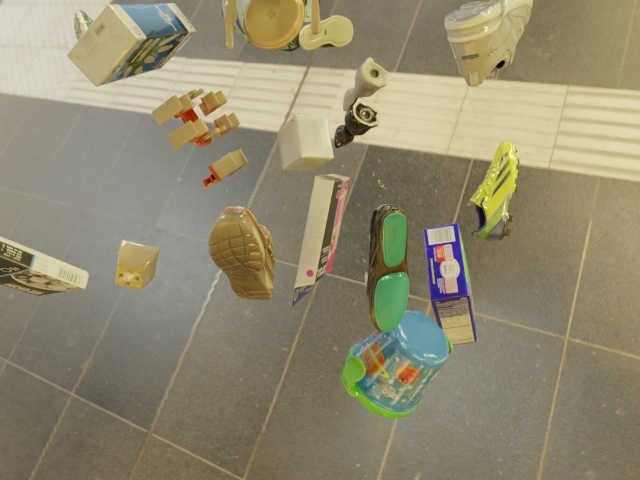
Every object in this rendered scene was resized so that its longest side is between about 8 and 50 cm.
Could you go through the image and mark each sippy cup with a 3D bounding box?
[{"bbox_3d":[0.213,0.310,1.265,0.240,0.224,0.305,35,38,6],"label":"sippy cup"}]

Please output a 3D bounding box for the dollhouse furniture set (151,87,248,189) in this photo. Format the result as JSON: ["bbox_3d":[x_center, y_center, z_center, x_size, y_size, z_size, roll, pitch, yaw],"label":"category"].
[{"bbox_3d":[-0.337,-0.293,1.376,0.135,0.262,0.259,-26,101,23],"label":"dollhouse furniture set"}]

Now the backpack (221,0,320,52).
[{"bbox_3d":[-0.147,-0.738,1.478,0.273,0.355,0.290,33,116,32],"label":"backpack"}]

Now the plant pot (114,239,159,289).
[{"bbox_3d":[-0.532,0.078,1.372,0.109,0.109,0.096,14,29,-14],"label":"plant pot"}]

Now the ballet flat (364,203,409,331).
[{"bbox_3d":[0.142,0.055,1.039,0.095,0.281,0.096,-3,18,-19],"label":"ballet flat"}]

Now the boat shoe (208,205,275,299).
[{"bbox_3d":[-0.163,0.017,1.059,0.123,0.324,0.117,8,58,4],"label":"boat shoe"}]

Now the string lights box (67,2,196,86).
[{"bbox_3d":[-0.367,-0.400,0.964,0.133,0.077,0.260,-34,15,24],"label":"string lights box"}]

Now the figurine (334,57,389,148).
[{"bbox_3d":[0.105,-0.397,1.426,0.092,0.209,0.215,18,75,-16],"label":"figurine"}]

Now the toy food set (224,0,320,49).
[{"bbox_3d":[-0.085,-0.419,0.902,0.191,0.038,0.133,-2,84,15],"label":"toy food set"}]

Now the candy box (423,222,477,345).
[{"bbox_3d":[0.419,0.149,1.537,0.122,0.317,0.268,-8,52,16],"label":"candy box"}]

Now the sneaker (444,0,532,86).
[{"bbox_3d":[0.272,-0.329,0.786,0.105,0.115,0.281,8,33,36],"label":"sneaker"}]

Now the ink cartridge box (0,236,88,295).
[{"bbox_3d":[-0.637,0.063,0.990,0.208,0.206,0.045,-9,64,23],"label":"ink cartridge box"}]

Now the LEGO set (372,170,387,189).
[{"bbox_3d":[0.200,-0.203,1.663,0.023,0.054,0.083,-32,103,23],"label":"LEGO set"}]

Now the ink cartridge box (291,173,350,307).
[{"bbox_3d":[0.000,0.000,1.354,0.069,0.175,0.371,16,104,13],"label":"ink cartridge box"}]

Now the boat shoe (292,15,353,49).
[{"bbox_3d":[0.004,-0.588,1.355,0.079,0.084,0.233,23,37,38],"label":"boat shoe"}]

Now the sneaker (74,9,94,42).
[{"bbox_3d":[-0.510,-0.465,1.100,0.167,0.076,0.065,56,136,21],"label":"sneaker"}]

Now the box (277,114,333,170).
[{"bbox_3d":[-0.036,-0.223,1.109,0.102,0.087,0.101,-20,76,58],"label":"box"}]

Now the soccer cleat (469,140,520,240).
[{"bbox_3d":[0.493,-0.143,1.369,0.121,0.093,0.289,7,91,13],"label":"soccer cleat"}]
